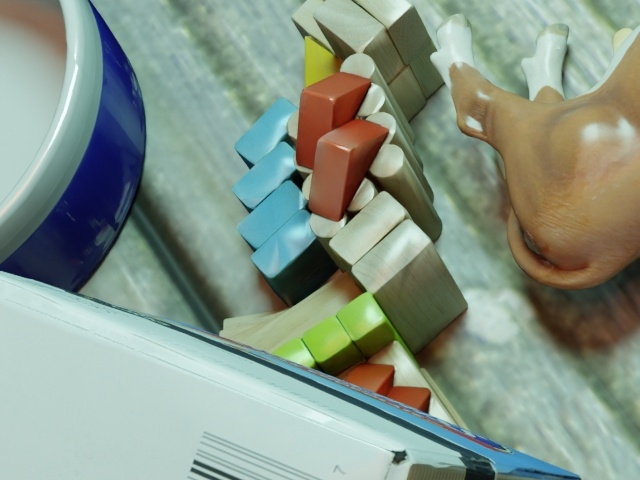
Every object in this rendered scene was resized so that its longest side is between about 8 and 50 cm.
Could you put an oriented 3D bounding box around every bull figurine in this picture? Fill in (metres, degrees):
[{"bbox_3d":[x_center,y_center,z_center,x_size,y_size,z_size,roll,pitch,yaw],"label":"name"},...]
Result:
[{"bbox_3d":[0.213,-0.101,1.022,0.310,0.101,0.188,-33,55,-1],"label":"bull figurine"}]

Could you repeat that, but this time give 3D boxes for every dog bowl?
[{"bbox_3d":[-0.241,-0.063,1.159,0.265,0.104,0.265,-8,62,16],"label":"dog bowl"}]

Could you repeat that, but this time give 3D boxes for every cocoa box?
[{"bbox_3d":[-0.072,0.217,0.842,0.231,0.228,0.347,19,89,27],"label":"cocoa box"}]

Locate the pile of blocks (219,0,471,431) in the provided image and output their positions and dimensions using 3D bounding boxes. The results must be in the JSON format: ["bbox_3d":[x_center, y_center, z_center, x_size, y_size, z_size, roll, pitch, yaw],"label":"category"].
[{"bbox_3d":[0.000,0.000,1.038,0.149,0.112,0.362,-13,61,13],"label":"pile of blocks"}]
